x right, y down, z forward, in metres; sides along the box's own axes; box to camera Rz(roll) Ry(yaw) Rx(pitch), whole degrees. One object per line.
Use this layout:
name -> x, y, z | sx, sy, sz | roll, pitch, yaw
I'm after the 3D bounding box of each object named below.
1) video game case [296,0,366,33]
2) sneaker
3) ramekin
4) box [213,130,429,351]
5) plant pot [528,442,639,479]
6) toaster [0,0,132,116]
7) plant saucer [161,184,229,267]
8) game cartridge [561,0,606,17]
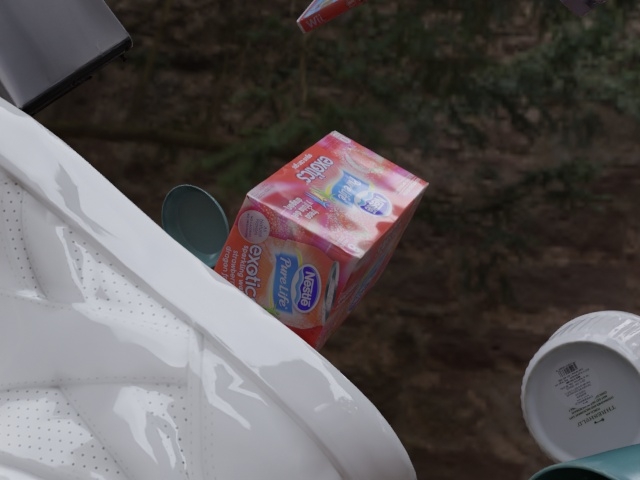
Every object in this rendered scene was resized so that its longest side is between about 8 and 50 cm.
video game case -> 0.112, -0.401, 1.737 | 0.285, 0.204, 0.025 | -23, -69, 30
sneaker -> -0.131, 0.054, 0.421 | 0.292, 0.169, 0.108 | 34, -29, 26
ramekin -> 0.346, 0.196, 1.497 | 0.207, 0.207, 0.109 | -8, 0, 33
box -> 0.000, 0.000, 1.405 | 0.142, 0.154, 0.300 | 30, 25, 8
plant pot -> 0.382, 0.340, 1.272 | 0.235, 0.293, 0.293 | -15, -9, -31
toaster -> -0.295, -0.159, 1.111 | 0.168, 0.185, 0.110 | -15, -68, 49
plant saucer -> -0.165, -0.021, 1.645 | 0.119, 0.119, 0.021 | -13, 10, 40
game cartridge -> 0.401, -0.376, 1.219 | 0.068, 0.230, 0.355 | 41, -26, -9
